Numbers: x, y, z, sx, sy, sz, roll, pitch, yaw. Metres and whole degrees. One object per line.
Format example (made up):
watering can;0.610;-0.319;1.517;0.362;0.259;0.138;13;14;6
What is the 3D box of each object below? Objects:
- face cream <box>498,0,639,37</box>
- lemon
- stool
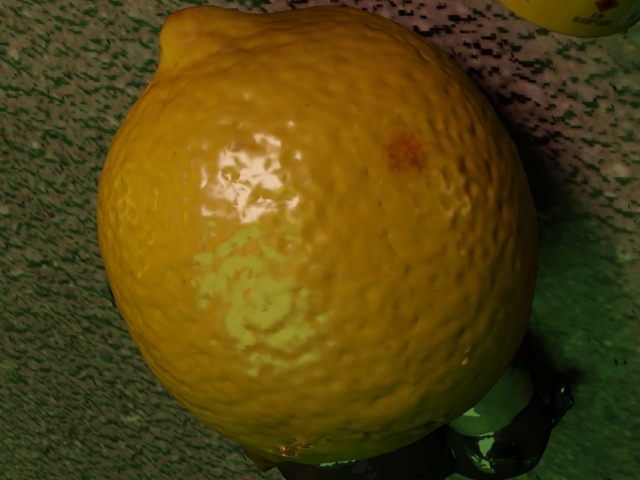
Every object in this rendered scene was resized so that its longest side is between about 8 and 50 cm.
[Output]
face cream;0.166;-0.216;0.622;0.105;0.105;0.348;38;144;2
lemon;-0.003;-0.007;0.884;0.228;0.228;0.253;5;129;37
stool;0.048;0.102;1.040;0.217;0.125;0.121;-12;118;35
